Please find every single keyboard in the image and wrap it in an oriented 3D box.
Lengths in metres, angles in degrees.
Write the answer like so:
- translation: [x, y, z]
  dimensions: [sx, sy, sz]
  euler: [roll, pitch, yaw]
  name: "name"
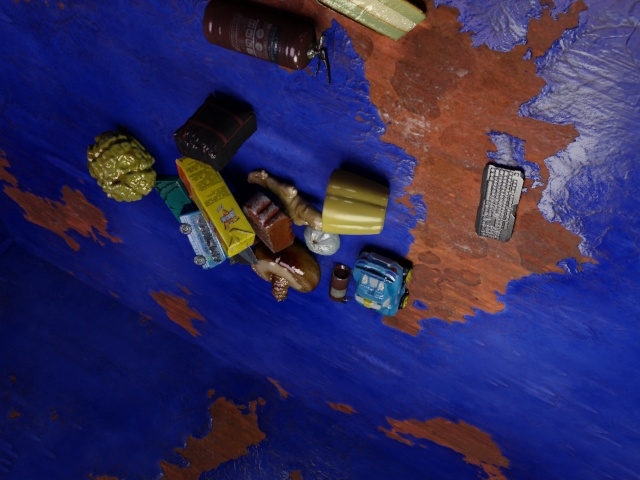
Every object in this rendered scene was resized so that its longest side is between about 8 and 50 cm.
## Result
- translation: [0.475, -0.094, 1.355]
  dimensions: [0.106, 0.016, 0.262]
  euler: [16, 142, 22]
  name: "keyboard"

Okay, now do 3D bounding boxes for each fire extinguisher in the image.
- translation: [0.083, 0.184, 1.963]
  dimensions: [0.099, 0.071, 0.231]
  euler: [1, 143, -3]
  name: "fire extinguisher"
- translation: [-0.120, -0.489, 1.247]
  dimensions: [0.337, 0.114, 0.136]
  euler: [21, 128, 16]
  name: "fire extinguisher"

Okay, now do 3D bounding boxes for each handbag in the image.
- translation: [-0.318, -0.326, 1.523]
  dimensions: [0.169, 0.215, 0.155]
  euler: [30, 154, 10]
  name: "handbag"

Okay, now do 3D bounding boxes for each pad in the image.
- translation: [-0.326, -0.010, 1.917]
  dimensions: [0.163, 0.004, 0.243]
  euler: [-5, 117, 54]
  name: "pad"

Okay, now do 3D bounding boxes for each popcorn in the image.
- translation: [-0.750, -0.277, 1.916]
  dimensions: [0.258, 0.224, 0.270]
  euler: [42, 157, 16]
  name: "popcorn"

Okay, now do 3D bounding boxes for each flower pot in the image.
- translation: [0.107, -0.102, 1.500]
  dimensions: [0.179, 0.195, 0.195]
  euler: [12, 142, 7]
  name: "flower pot"

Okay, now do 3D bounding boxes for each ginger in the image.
- translation: [-0.106, -0.134, 1.703]
  dimensions: [0.333, 0.081, 0.148]
  euler: [41, 166, 7]
  name: "ginger"

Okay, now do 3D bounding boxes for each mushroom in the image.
- translation: [-0.136, 0.102, 1.951]
  dimensions: [0.297, 0.163, 0.278]
  euler: [21, 134, 19]
  name: "mushroom"

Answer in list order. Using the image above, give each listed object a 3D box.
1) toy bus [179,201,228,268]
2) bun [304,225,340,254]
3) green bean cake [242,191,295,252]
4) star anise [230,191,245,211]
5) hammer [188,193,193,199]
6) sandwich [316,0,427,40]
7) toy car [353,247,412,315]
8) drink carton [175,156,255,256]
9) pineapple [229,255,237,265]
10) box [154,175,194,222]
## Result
- translation: [-0.430, -0.023, 1.900]
  dimensions: [0.134, 0.113, 0.246]
  euler: [-16, 117, 5]
  name: "toy bus"
- translation: [0.000, 0.000, 1.783]
  dimensions: [0.140, 0.083, 0.141]
  euler: [23, 144, 18]
  name: "bun"
- translation: [-0.173, -0.062, 1.722]
  dimensions: [0.198, 0.097, 0.233]
  euler: [46, 165, 2]
  name: "green bean cake"
- translation: [-0.336, -0.111, 1.914]
  dimensions: [0.196, 0.073, 0.212]
  euler: [25, 150, 25]
  name: "star anise"
- translation: [-0.479, -0.163, 1.994]
  dimensions: [0.083, 0.043, 0.043]
  euler: [44, 144, -16]
  name: "hammer"
- translation: [0.110, -0.484, 1.054]
  dimensions: [0.187, 0.144, 0.117]
  euler: [45, 146, -17]
  name: "sandwich"
- translation: [0.200, 0.170, 1.770]
  dimensions: [0.198, 0.166, 0.314]
  euler: [23, 145, 20]
  name: "toy car"
- translation: [-0.358, -0.127, 1.736]
  dimensions: [0.351, 0.111, 0.154]
  euler: [59, 164, 7]
  name: "drink carton"
- translation: [-0.410, -0.007, 2.059]
  dimensions: [0.128, 0.128, 0.248]
  euler: [0, 135, 38]
  name: "pineapple"
- translation: [-0.570, -0.163, 2.062]
  dimensions: [0.160, 0.042, 0.226]
  euler: [3, 136, 34]
  name: "box"
